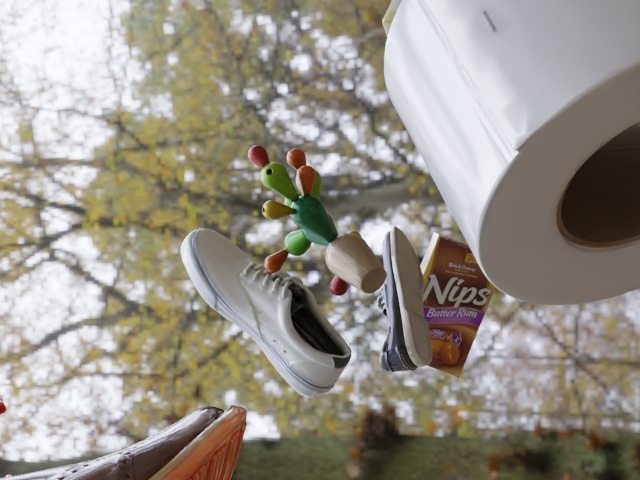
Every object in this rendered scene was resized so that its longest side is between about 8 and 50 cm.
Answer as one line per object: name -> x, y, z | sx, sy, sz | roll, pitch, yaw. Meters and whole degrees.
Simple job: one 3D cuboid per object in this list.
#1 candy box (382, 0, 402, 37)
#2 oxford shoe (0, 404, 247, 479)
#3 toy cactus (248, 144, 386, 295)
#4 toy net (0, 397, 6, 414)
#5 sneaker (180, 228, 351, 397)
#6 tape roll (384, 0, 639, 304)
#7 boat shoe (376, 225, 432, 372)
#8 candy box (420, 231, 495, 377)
candy box -> 0.241, -0.189, 1.339 | 0.088, 0.316, 0.183 | -66, -29, -28
oxford shoe -> -0.169, 0.191, 0.890 | 0.363, 0.132, 0.130 | -31, -38, -61
toy cactus -> 0.000, 0.000, 1.373 | 0.112, 0.180, 0.219 | -35, -45, -11
toy net -> -0.298, 0.183, 1.010 | 0.122, 0.232, 0.045 | -23, -70, -20
sneaker -> -0.059, 0.070, 1.521 | 0.258, 0.091, 0.094 | 45, -143, 4
tape roll -> 0.183, -0.097, 0.838 | 0.246, 0.246, 0.169 | 43, -161, -51
boat shoe -> 0.093, 0.075, 1.601 | 0.075, 0.065, 0.206 | 37, -143, -46
candy box -> 0.184, 0.093, 1.827 | 0.053, 0.109, 0.187 | -122, 52, -83
